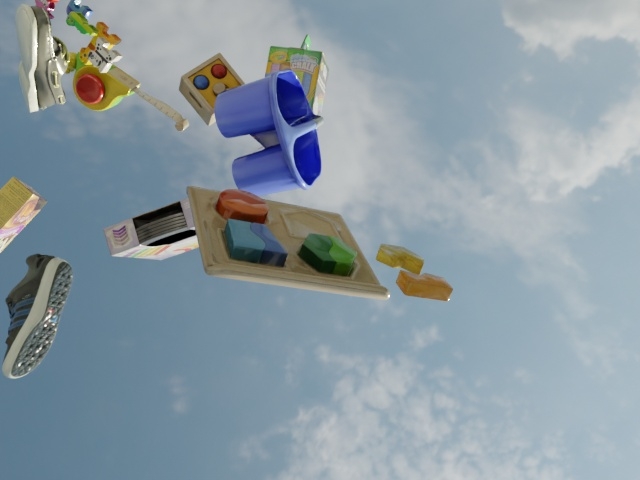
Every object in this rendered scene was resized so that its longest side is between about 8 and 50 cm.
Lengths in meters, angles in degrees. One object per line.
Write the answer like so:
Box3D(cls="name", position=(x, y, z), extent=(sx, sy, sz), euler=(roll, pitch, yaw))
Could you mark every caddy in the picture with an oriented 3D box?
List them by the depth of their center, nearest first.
Box3D(cls="caddy", position=(-0.079, -0.223, 1.479), extent=(0.179, 0.241, 0.341), euler=(-14, -167, 12))

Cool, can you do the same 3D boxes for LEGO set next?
Box3D(cls="LEGO set", position=(-0.494, -0.420, 1.482), extent=(0.227, 0.093, 0.087), euler=(45, -156, 7))

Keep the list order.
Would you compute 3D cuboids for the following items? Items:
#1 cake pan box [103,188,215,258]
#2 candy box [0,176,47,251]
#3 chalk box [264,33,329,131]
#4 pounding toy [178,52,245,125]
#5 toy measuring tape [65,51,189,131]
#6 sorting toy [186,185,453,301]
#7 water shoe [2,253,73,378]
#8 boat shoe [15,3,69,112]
Box3D(cls="cake pan box", position=(-0.293, -0.028, 1.531), extent=(0.246, 0.267, 0.070), euler=(-20, -97, 7))
Box3D(cls="candy box", position=(-0.584, -0.023, 1.290), extent=(0.053, 0.109, 0.186), euler=(42, -98, -3))
Box3D(cls="chalk box", position=(-0.059, -0.386, 1.727), extent=(0.132, 0.132, 0.213), euler=(9, -95, 9))
Box3D(cls="pounding toy", position=(-0.221, -0.339, 1.617), extent=(0.130, 0.100, 0.141), euler=(-39, -91, -21))
Box3D(cls="toy measuring tape", position=(-0.474, -0.331, 1.706), extent=(0.330, 0.121, 0.121), euler=(35, -127, -3))
Box3D(cls="sorting toy", position=(0.000, 0.000, 0.870), extent=(0.307, 0.041, 0.229), euler=(9, -157, -22))
Box3D(cls="water shoe", position=(-0.470, 0.120, 1.161), extent=(0.080, 0.073, 0.203), euler=(15, -105, 20))
Box3D(cls="boat shoe", position=(-0.579, -0.382, 1.503), extent=(0.091, 0.305, 0.109), euler=(-15, -109, -26))
